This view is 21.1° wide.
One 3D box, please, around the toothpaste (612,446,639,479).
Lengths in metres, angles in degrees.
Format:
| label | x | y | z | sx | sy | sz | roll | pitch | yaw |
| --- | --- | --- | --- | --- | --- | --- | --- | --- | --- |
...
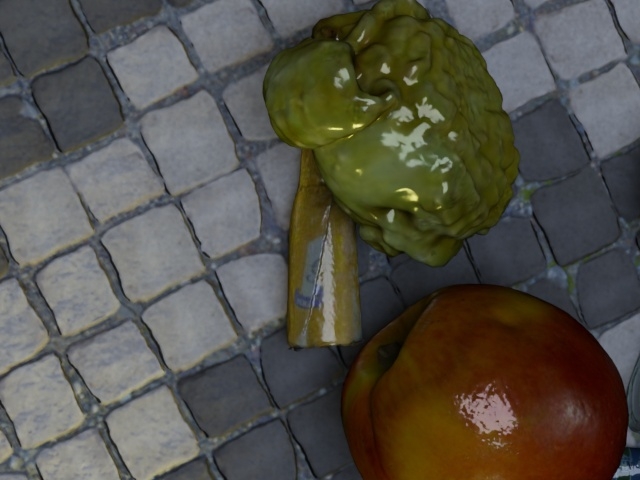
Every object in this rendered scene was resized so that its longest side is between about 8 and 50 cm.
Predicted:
| label | x | y | z | sx | sy | sz | roll | pitch | yaw |
| --- | --- | --- | --- | --- | --- | --- | --- | --- | --- |
| toothpaste | 0.341 | 0.242 | 1.828 | 0.197 | 0.035 | 0.057 | 2 | 77 | -9 |

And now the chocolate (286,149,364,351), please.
| label | x | y | z | sx | sy | sz | roll | pitch | yaw |
| --- | --- | --- | --- | --- | --- | --- | --- | --- | --- |
| chocolate | 0.000 | 0.000 | 1.734 | 0.085 | 0.085 | 0.219 | -2 | 89 | -10 |

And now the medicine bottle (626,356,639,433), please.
| label | x | y | z | sx | sy | sz | roll | pitch | yaw |
| --- | --- | --- | --- | --- | --- | --- | --- | --- | --- |
| medicine bottle | 0.537 | 0.218 | 1.826 | 0.426 | 0.108 | 0.108 | 20 | 90 | -12 |

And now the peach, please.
| label | x | y | z | sx | sy | sz | roll | pitch | yaw |
| --- | --- | --- | --- | --- | --- | --- | --- | --- | --- |
| peach | 0.164 | 0.178 | 1.689 | 0.281 | 0.238 | 0.281 | 5 | 78 | -24 |

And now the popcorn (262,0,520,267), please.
| label | x | y | z | sx | sy | sz | roll | pitch | yaw |
| --- | --- | --- | --- | --- | --- | --- | --- | --- | --- |
| popcorn | 0.078 | -0.123 | 1.666 | 0.286 | 0.173 | 0.225 | 45 | 43 | -28 |
